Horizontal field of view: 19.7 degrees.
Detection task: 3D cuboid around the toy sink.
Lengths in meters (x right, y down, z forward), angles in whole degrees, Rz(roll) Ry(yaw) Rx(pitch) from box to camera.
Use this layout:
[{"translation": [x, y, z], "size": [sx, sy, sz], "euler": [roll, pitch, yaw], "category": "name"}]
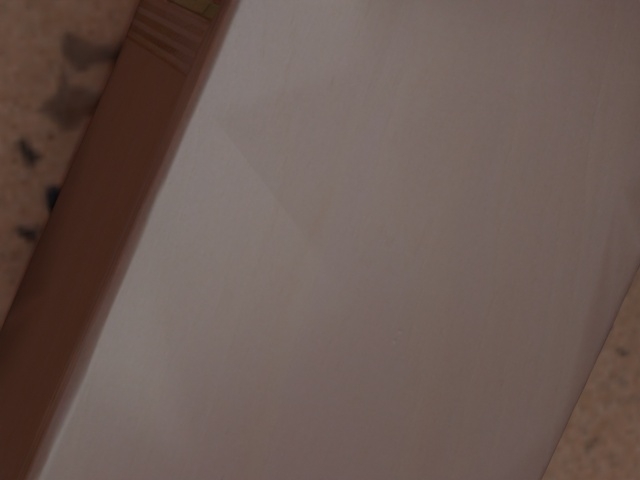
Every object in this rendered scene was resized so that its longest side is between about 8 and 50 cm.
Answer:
[{"translation": [0.000, 0.000, 0.598], "size": [0.153, 0.131, 0.234], "euler": [21, 96, -19], "category": "toy sink"}]
